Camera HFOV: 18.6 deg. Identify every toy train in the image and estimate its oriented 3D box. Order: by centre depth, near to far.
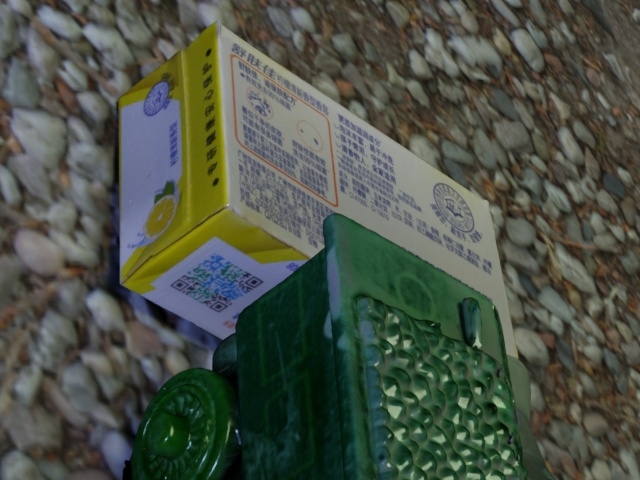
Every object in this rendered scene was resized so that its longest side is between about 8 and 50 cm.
[{"bbox_3d":[0.001,0.144,1.034,0.145,0.202,0.266,29,39,-34],"label":"toy train"}]

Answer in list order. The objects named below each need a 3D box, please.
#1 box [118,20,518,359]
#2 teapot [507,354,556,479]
[{"bbox_3d":[0.000,0.000,1.243,0.265,0.097,0.168,30,37,-35],"label":"box"},{"bbox_3d":[0.101,0.200,1.177,0.203,0.171,0.225,66,5,-56],"label":"teapot"}]
